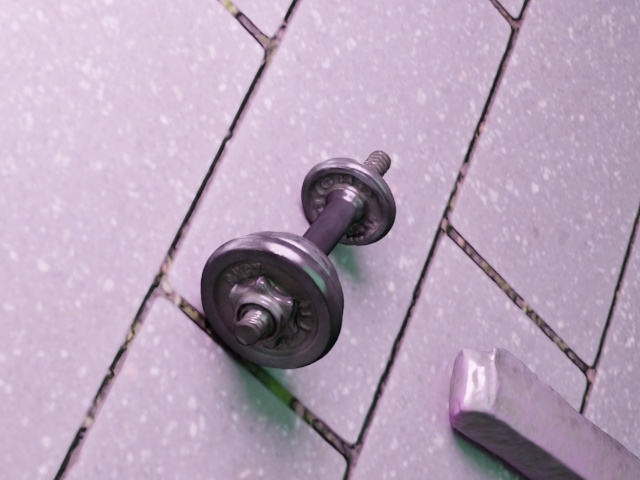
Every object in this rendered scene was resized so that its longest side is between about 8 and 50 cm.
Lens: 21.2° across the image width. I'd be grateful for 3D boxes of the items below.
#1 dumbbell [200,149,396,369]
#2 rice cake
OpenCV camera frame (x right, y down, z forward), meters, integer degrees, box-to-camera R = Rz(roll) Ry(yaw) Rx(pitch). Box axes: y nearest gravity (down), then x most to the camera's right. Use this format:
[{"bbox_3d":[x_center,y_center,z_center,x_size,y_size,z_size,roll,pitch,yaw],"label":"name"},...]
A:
[{"bbox_3d":[0.000,0.000,1.289,0.110,0.110,0.254,56,39,-15],"label":"dumbbell"},{"bbox_3d":[0.234,0.203,1.481,0.365,0.056,0.072,38,46,-30],"label":"rice cake"}]
